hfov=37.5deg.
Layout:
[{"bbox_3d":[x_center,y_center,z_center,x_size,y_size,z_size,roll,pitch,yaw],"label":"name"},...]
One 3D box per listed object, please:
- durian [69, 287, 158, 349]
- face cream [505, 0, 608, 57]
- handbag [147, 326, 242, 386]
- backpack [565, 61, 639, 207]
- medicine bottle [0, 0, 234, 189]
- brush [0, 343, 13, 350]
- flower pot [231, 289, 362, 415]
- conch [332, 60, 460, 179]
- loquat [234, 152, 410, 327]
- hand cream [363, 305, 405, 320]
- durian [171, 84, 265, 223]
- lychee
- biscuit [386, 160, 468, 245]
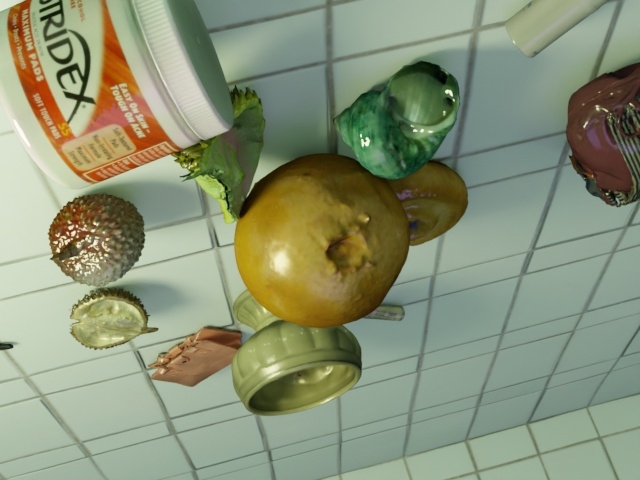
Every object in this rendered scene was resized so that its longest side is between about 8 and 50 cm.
[{"bbox_3d":[-0.426,0.155,1.955,0.189,0.091,0.148,18,115,-17],"label":"durian"},{"bbox_3d":[0.410,-0.391,1.475,0.250,0.077,0.077,-36,146,32],"label":"face cream"},{"bbox_3d":[-0.299,0.285,2.287,0.212,0.059,0.157,-34,147,29],"label":"handbag"},{"bbox_3d":[0.598,-0.207,1.767,0.283,0.197,0.317,-26,149,19],"label":"backpack"},{"bbox_3d":[-0.269,-0.220,1.234,0.241,0.252,0.252,-21,151,5],"label":"medicine bottle"},{"bbox_3d":[-0.754,0.236,2.004,0.194,0.016,0.063,-7,150,-17],"label":"brush"},{"bbox_3d":[-0.065,0.232,2.132,0.308,0.244,0.307,-13,153,-7],"label":"flower pot"},{"bbox_3d":[0.125,-0.201,1.604,0.202,0.196,0.134,0,-178,-4],"label":"conch"},{"bbox_3d":[0.000,0.000,1.692,0.329,0.328,0.328,-13,151,-7],"label":"loquat"},{"bbox_3d":[0.143,0.181,2.373,0.143,0.039,0.061,5,152,-18],"label":"hand cream"},{"bbox_3d":[-0.151,-0.139,1.505,0.158,0.169,0.352,-18,166,0],"label":"durian"},{"bbox_3d":[-0.391,-0.001,1.633,0.165,0.165,0.197,-31,180,24],"label":"lychee"},{"bbox_3d":[0.186,-0.070,1.898,0.274,0.091,0.213,12,142,-38],"label":"biscuit"}]
